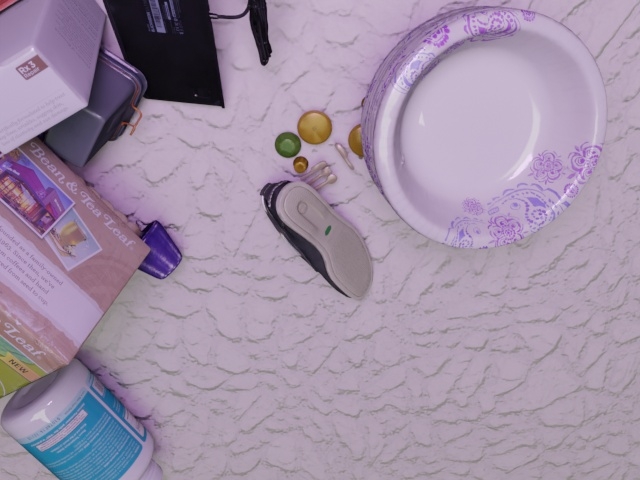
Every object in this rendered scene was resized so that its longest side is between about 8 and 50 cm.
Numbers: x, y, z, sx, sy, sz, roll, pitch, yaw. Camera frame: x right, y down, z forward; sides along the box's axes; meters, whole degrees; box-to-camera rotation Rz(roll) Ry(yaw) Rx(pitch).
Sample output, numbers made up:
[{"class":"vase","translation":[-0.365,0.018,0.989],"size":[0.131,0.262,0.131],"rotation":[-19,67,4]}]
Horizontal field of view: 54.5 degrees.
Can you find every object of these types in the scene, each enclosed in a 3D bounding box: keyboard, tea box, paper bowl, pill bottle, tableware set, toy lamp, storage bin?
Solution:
[{"class":"keyboard","translation":[-0.142,-0.260,0.697],"size":[0.201,0.033,0.317],"rotation":[7,154,1]},{"class":"tea box","translation":[-0.465,0.018,0.779],"size":[0.323,0.220,0.329],"rotation":[-27,115,32]},{"class":"paper bowl","translation":[0.190,-0.144,0.778],"size":[0.284,0.148,0.284],"rotation":[-4,114,-8]},{"class":"pill bottle","translation":[-0.376,0.329,1.020],"size":[0.146,0.146,0.264],"rotation":[-29,113,13]},{"class":"tableware set","translation":[0.018,-0.142,0.860],"size":[0.154,0.024,0.104],"rotation":[-33,110,16]},{"class":"toy lamp","translation":[-0.310,-0.049,0.870],"size":[0.080,0.080,0.274],"rotation":[-39,111,17]},{"class":"storage bin","translation":[-0.285,-0.156,0.783],"size":[0.098,0.091,0.135],"rotation":[32,138,-16]}]

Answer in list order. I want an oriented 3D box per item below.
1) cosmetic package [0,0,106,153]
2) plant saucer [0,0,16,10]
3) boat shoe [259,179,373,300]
[{"class":"cosmetic package","translation":[-0.319,-0.211,0.696],"size":[0.117,0.231,0.085],"rotation":[-25,134,13]},{"class":"plant saucer","translation":[-0.446,-0.360,0.701],"size":[0.258,0.048,0.259],"rotation":[-25,100,11]},{"class":"boat shoe","translation":[0.000,0.000,0.911],"size":[0.233,0.079,0.084],"rotation":[49,64,-31]}]
